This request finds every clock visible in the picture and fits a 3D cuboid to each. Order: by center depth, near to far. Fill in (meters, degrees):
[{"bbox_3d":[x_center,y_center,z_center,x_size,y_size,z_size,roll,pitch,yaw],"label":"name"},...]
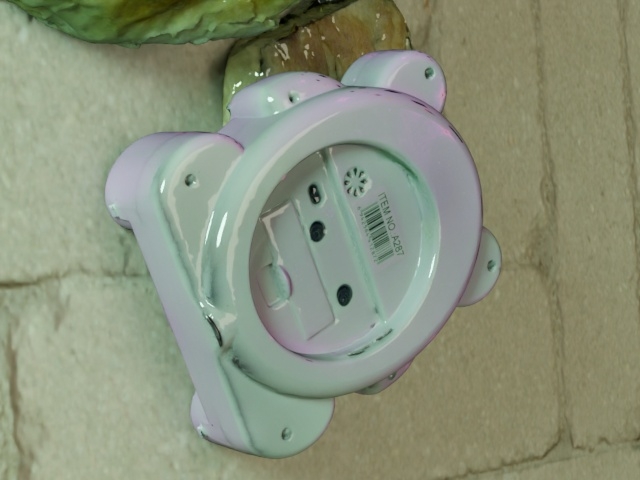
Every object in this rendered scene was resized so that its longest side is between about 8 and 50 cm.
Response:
[{"bbox_3d":[0.000,0.000,1.294,0.248,0.090,0.227,-31,113,-30],"label":"clock"}]

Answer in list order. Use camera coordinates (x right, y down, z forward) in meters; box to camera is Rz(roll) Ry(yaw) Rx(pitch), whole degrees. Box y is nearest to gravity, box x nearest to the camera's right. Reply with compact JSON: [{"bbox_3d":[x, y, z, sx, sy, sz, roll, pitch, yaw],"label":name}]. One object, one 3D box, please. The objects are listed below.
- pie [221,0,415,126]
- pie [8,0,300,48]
[{"bbox_3d":[0.010,-0.083,1.405,0.218,0.052,0.185,-34,112,-52],"label":"pie"},{"bbox_3d":[-0.073,-0.220,1.141,0.306,0.306,0.071,25,32,-50],"label":"pie"}]
